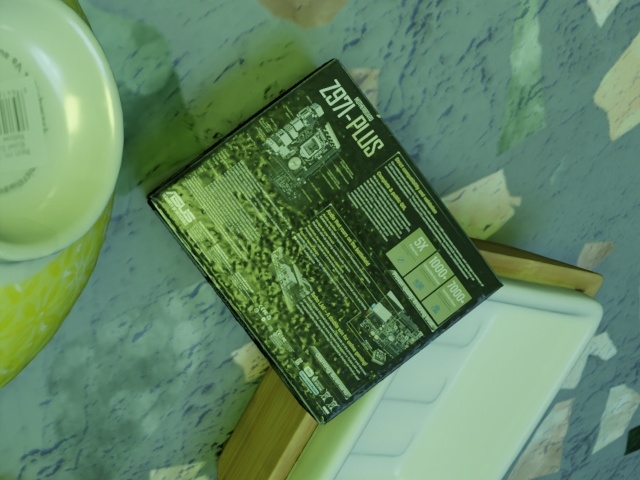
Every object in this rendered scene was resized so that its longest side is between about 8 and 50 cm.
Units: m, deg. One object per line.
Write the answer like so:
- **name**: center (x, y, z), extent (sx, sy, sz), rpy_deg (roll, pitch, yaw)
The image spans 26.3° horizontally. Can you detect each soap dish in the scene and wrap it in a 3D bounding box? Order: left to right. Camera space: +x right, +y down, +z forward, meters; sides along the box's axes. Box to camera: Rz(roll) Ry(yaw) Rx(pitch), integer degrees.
- **soap dish**: center (0.064, 0.118, 1.066), extent (0.229, 0.118, 0.291), rpy_deg (10, 117, -43)

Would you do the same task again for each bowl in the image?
- **bowl**: center (-0.180, -0.045, 0.599), extent (0.289, 0.156, 0.289), rpy_deg (4, 85, -53)

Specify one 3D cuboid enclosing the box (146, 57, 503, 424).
- **box**: center (0.000, 0.000, 0.873), extent (0.147, 0.077, 0.180), rpy_deg (-38, 96, -6)
